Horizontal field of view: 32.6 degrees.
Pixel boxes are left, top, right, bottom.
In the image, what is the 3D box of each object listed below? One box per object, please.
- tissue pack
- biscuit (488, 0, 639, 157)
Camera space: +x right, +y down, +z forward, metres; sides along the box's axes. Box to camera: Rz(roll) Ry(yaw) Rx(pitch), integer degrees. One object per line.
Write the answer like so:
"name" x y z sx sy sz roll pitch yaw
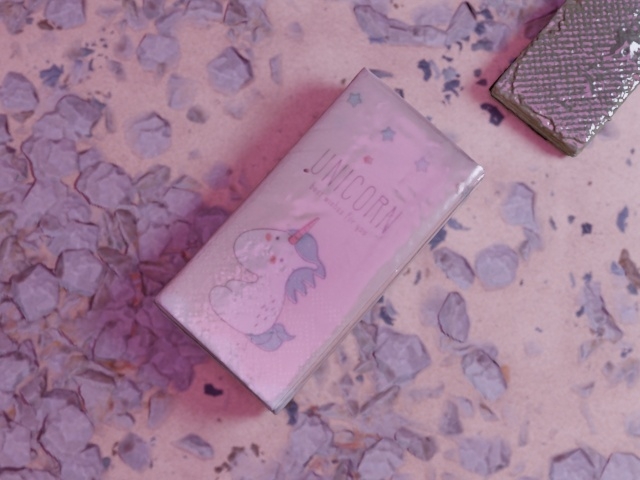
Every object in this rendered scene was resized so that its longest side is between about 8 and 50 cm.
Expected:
"tissue pack" 0.000 0.000 1.114 0.170 0.071 0.325 40 82 8
"biscuit" 0.286 -0.196 1.159 0.121 0.040 0.199 40 82 5
